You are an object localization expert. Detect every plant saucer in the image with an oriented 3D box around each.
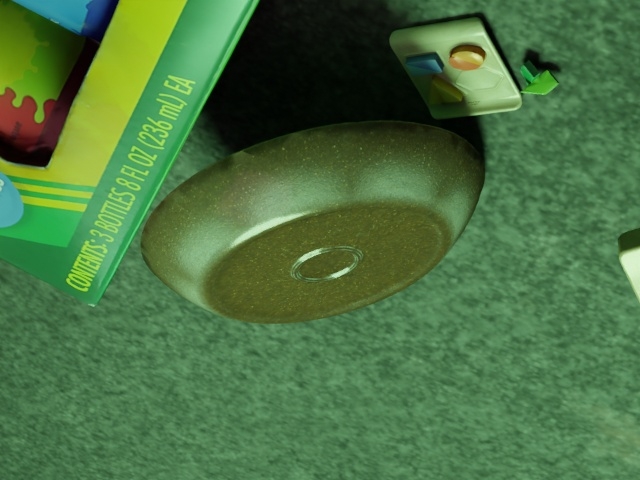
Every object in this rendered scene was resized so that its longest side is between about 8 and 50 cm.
[{"bbox_3d":[0.000,0.000,1.020,0.198,0.036,0.198,-11,154,-5],"label":"plant saucer"}]

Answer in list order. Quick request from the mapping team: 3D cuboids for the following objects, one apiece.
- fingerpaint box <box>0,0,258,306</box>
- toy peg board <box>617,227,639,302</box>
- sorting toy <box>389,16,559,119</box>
[{"bbox_3d":[-0.184,-0.209,0.849,0.371,0.163,0.445,28,142,-6],"label":"fingerpaint box"},{"bbox_3d":[0.258,0.014,0.974,0.160,0.079,0.161,-16,130,20],"label":"toy peg board"},{"bbox_3d":[0.083,-0.091,0.974,0.083,0.012,0.062,-5,134,32],"label":"sorting toy"}]
